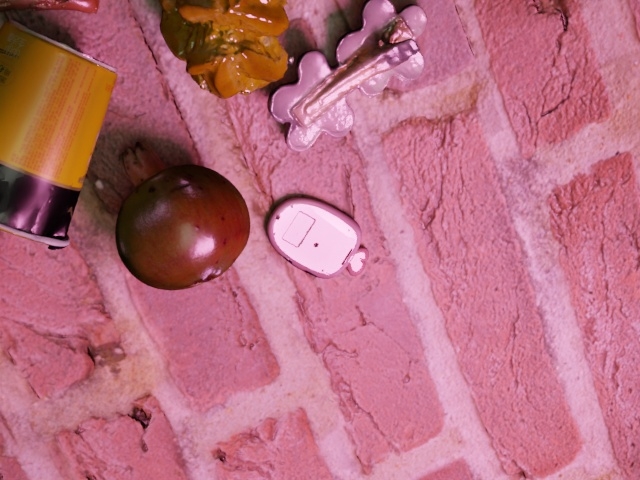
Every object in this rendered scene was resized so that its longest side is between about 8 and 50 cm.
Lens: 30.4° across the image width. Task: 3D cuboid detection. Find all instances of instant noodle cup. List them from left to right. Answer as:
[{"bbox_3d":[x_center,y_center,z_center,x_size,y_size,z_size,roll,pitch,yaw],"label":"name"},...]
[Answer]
[{"bbox_3d":[-0.365,-0.136,1.446,0.215,0.215,0.236,23,93,-22],"label":"instant noodle cup"}]

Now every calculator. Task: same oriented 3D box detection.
[{"bbox_3d":[0.000,0.000,1.678,0.166,0.024,0.103,29,100,-22],"label":"calculator"}]

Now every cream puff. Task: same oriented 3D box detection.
[{"bbox_3d":[-0.113,-0.287,1.463,0.195,0.195,0.221,-1,107,-15],"label":"cream puff"}]

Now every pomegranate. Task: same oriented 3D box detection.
[{"bbox_3d":[-0.195,-0.037,1.549,0.180,0.180,0.209,-30,78,-3],"label":"pomegranate"}]

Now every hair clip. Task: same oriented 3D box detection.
[{"bbox_3d":[0.044,-0.223,1.585,0.257,0.075,0.146,-35,133,6],"label":"hair clip"}]

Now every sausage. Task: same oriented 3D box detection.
[{"bbox_3d":[-0.354,-0.301,1.467,0.158,0.042,0.036,-3,72,-16],"label":"sausage"}]
